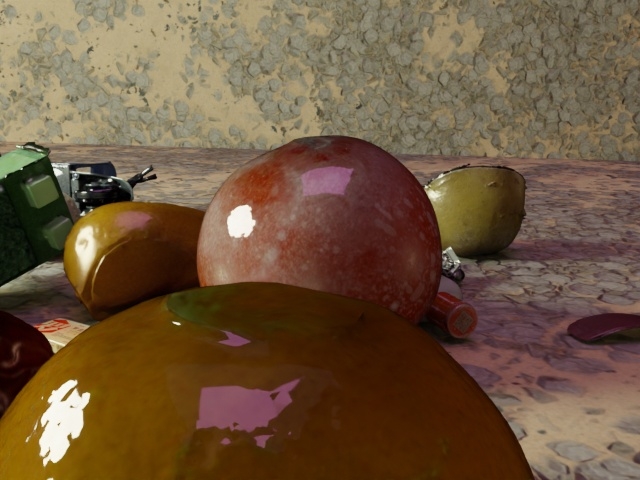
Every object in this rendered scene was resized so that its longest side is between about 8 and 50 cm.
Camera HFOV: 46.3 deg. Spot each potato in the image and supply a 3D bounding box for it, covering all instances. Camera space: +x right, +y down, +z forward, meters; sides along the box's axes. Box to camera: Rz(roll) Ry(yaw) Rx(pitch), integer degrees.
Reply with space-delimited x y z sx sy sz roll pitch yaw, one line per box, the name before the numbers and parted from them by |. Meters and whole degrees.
potato | 0.248 -0.029 1.240 0.202 0.117 0.182 -1 -28 -10

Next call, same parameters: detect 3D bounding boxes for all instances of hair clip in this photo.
hair clip | 0.363 0.102 0.886 0.137 0.022 0.054 -1 10 -11

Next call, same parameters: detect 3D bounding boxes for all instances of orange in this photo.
orange | -0.033 0.132 0.431 0.334 0.196 0.262 8 26 -5

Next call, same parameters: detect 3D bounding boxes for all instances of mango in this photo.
mango | -0.196 0.019 0.929 0.236 0.136 0.166 3 8 -22

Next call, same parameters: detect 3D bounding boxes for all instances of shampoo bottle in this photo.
shampoo bottle | 0.120 0.067 0.939 0.108 0.051 0.221 -4 15 -22

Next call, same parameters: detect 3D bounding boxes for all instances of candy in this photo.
candy | 0.128 0.023 1.131 0.094 0.051 0.226 -9 17 -27

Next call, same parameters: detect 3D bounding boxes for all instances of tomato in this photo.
tomato | 0.000 0.000 0.817 0.270 0.227 0.270 -5 21 2

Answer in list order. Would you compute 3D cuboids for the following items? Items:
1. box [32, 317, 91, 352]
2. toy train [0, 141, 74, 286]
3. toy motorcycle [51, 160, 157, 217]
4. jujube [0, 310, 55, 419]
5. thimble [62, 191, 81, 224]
box | -0.272 0.104 0.807 0.093 0.015 0.058 10 14 29
toy train | -0.440 -0.015 0.910 0.188 0.159 0.271 16 39 39
toy motorcycle | -0.488 -0.099 1.412 0.358 0.125 0.212 4 10 19
jujube | -0.306 0.108 0.498 0.190 0.190 0.255 12 -1 36
thimble | -0.441 -0.026 1.160 0.115 0.102 0.090 -25 -2 32
